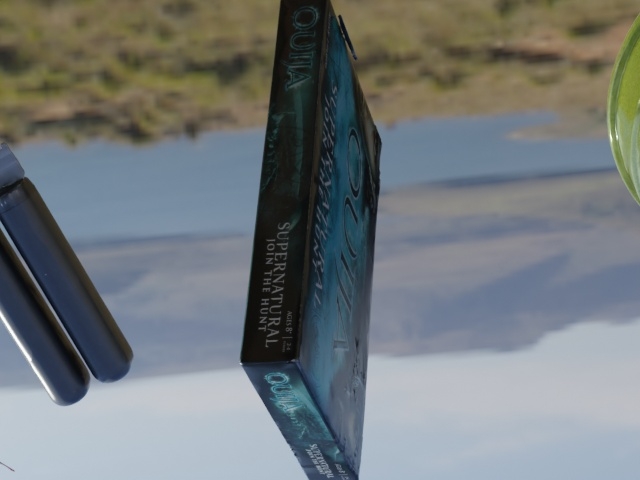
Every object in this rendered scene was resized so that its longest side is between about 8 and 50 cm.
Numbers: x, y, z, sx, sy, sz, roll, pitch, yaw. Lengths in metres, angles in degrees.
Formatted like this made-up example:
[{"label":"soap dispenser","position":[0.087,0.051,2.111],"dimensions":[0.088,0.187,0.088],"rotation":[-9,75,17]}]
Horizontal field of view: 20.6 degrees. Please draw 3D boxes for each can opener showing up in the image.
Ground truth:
[{"label":"can opener","position":[-0.228,-0.006,1.233],"dimensions":[0.074,0.280,0.093],"rotation":[-27,-163,9]}]

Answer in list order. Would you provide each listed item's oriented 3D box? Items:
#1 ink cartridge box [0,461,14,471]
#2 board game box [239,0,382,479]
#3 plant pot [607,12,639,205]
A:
[{"label":"ink cartridge box","position":[-0.334,0.151,1.381],"dimensions":[0.145,0.045,0.179],"rotation":[36,166,-26]},{"label":"board game box","position":[0.000,0.000,0.793],"dimensions":[0.026,0.186,0.126],"rotation":[-3,150,14]},{"label":"plant pot","position":[0.448,-0.038,1.472],"dimensions":[0.366,0.366,0.353],"rotation":[-6,-147,3]}]
